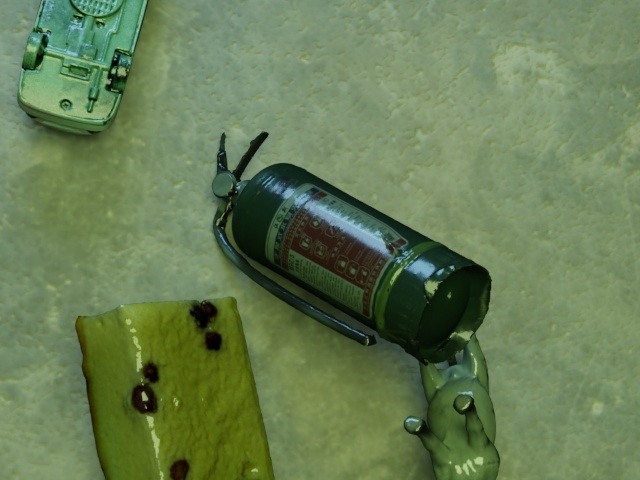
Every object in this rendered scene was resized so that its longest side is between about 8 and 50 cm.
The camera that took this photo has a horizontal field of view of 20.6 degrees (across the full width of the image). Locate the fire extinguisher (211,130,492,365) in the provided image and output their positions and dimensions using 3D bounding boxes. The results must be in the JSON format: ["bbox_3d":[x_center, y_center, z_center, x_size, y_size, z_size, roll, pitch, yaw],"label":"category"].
[{"bbox_3d":[0.000,0.000,1.467,0.294,0.093,0.118,29,91,34],"label":"fire extinguisher"}]

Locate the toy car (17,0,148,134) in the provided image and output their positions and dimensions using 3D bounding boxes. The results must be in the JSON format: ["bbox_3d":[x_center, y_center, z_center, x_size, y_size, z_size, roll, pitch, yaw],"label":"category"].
[{"bbox_3d":[-0.197,-0.196,1.522,0.090,0.076,0.224,14,66,-5],"label":"toy car"}]

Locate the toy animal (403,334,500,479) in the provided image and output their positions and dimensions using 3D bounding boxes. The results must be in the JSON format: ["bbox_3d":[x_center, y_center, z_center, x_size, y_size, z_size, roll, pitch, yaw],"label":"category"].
[{"bbox_3d":[0.114,0.165,1.470,0.073,0.176,0.217,-6,47,11],"label":"toy animal"}]

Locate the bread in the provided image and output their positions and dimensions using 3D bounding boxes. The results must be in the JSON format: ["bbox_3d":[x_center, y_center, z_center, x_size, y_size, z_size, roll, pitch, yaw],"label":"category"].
[{"bbox_3d":[-0.095,0.225,1.403,0.138,0.077,0.361,0,72,-47],"label":"bread"}]
